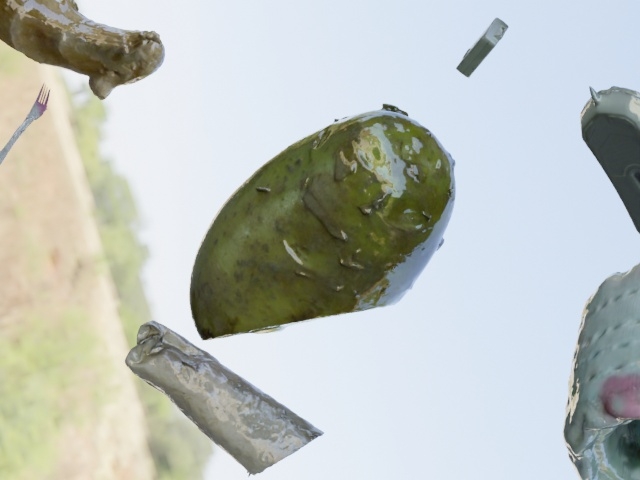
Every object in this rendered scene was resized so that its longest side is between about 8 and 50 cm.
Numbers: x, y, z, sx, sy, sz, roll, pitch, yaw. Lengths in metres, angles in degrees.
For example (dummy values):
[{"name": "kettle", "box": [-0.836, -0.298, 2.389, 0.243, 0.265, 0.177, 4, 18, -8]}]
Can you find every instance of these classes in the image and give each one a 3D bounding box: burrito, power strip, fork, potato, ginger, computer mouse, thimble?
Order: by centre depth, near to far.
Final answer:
[{"name": "thimble", "box": [0.276, 0.121, 1.385, 0.211, 0.185, 0.149, 95, 10, -55]}, {"name": "power strip", "box": [0.141, -0.168, 1.636, 0.017, 0.027, 0.083, 38, -27, -2]}, {"name": "computer mouse", "box": [0.296, -0.072, 1.669, 0.089, 0.056, 0.181, -21, -71, 49]}, {"name": "fork", "box": [-0.277, -0.096, 1.698, 0.012, 0.115, 0.016, 8, -31, 48]}, {"name": "potato", "box": [0.000, 0.000, 1.714, 0.176, 0.298, 0.141, 58, 24, 16]}, {"name": "ginger", "box": [-0.282, -0.240, 1.879, 0.294, 0.131, 0.086, 26, 1, 13]}, {"name": "burrito", "box": [-0.111, 0.171, 1.986, 0.226, 0.087, 0.060, 37, -5, 5]}]
